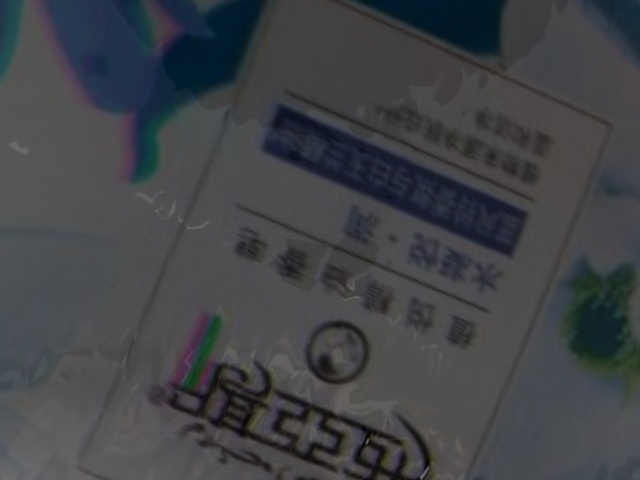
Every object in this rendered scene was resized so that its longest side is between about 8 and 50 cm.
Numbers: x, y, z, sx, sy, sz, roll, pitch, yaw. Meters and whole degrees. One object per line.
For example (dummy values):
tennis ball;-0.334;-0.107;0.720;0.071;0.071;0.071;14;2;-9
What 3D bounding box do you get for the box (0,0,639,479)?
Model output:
box;0.001;0.000;0.567;0.274;0.203;0.116;23;180;-13
